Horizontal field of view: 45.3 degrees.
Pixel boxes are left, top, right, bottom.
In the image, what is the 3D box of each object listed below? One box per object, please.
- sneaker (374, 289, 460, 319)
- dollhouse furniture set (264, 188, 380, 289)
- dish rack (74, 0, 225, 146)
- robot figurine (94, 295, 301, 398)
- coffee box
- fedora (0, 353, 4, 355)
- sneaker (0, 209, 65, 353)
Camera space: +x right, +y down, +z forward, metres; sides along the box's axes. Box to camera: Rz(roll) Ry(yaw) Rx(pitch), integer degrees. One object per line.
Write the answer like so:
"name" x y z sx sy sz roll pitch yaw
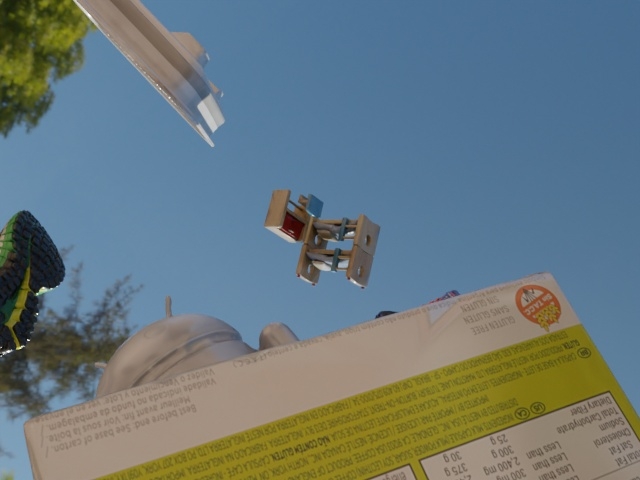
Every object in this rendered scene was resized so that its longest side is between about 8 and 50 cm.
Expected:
"sneaker" 0.192 0.118 1.212 0.083 0.221 0.087 -123 -145 -66
"dollhouse furniture set" 0.000 0.000 1.426 0.129 0.183 0.129 1 -111 36
"dish rack" -0.227 -0.260 0.993 0.072 0.333 0.285 -45 -89 -3
"robot figurine" -0.125 0.227 0.888 0.300 0.200 0.353 -37 -115 -15
"coffee box" 0.025 0.275 0.497 0.334 0.338 0.338 65 -26 27
"fedora" -0.803 0.172 1.744 0.334 0.334 0.152 -55 -146 13
"sneaker" -0.520 0.067 1.226 0.146 0.134 0.343 -21 -154 12
